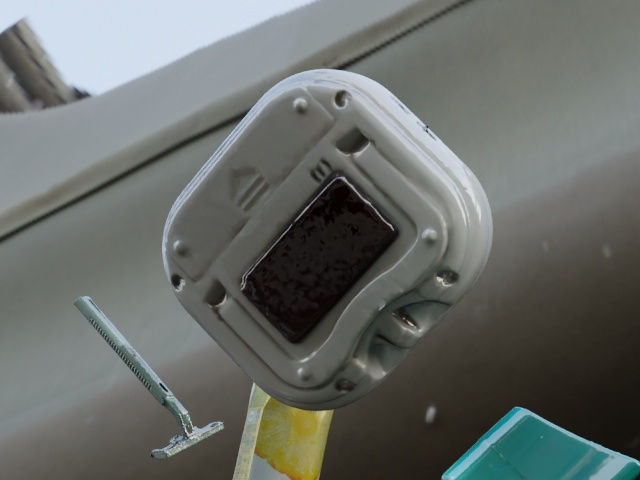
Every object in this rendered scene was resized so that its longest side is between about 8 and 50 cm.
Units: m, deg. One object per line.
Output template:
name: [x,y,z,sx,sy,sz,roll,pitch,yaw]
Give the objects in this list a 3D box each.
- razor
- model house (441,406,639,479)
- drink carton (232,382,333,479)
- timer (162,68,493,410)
razor: [-0.196,0.137,1.515,0.211,0.084,0.036,50,-46,17]
model house: [0.156,0.183,0.949,0.100,0.127,0.149,-42,-73,-15]
drink carton: [-0.041,0.229,1.306,0.084,0.200,0.074,22,-20,-29]
timer: [0.000,0.000,1.186,0.237,0.087,0.262,46,-72,13]
